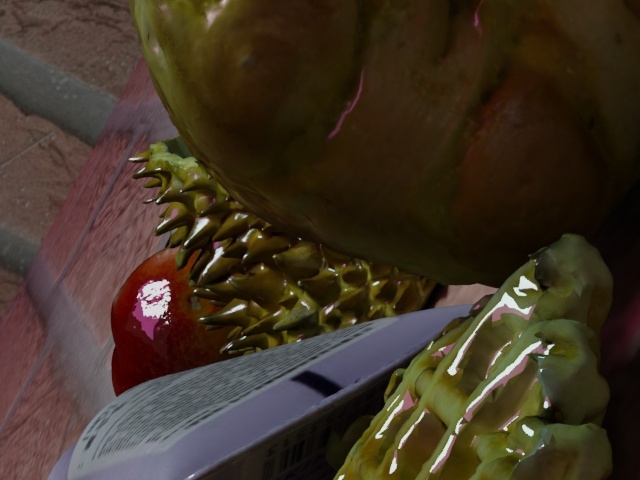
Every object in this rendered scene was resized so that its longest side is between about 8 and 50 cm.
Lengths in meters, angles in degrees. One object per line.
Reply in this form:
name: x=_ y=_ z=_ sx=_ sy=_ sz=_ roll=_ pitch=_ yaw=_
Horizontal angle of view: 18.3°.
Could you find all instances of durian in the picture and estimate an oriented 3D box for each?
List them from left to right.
durian: x=0.000 y=0.000 z=0.916 sx=0.139 sy=0.144 sz=0.252 roll=-24 pitch=5 yaw=-2

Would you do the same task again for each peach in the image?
peach: x=-0.062 y=0.050 z=1.019 sx=0.101 sy=0.100 sz=0.101 roll=-58 pitch=12 yaw=20

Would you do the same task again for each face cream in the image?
face cream: x=-0.034 y=0.086 z=0.790 sx=0.154 sy=0.096 sz=0.274 roll=-25 pitch=-7 yaw=-28

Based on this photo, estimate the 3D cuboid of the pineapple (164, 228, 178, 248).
pineapple: x=-0.043 y=-0.060 z=1.329 sx=0.221 sy=0.047 sz=0.221 roll=-58 pitch=15 yaw=26

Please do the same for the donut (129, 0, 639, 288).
donut: x=0.043 y=-0.119 z=0.663 sx=0.261 sy=0.208 sz=0.128 roll=-56 pitch=7 yaw=-12

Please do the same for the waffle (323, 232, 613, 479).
waffle: x=0.021 y=0.115 z=0.587 sx=0.214 sy=0.054 sz=0.208 roll=-50 pitch=14 yaw=48
